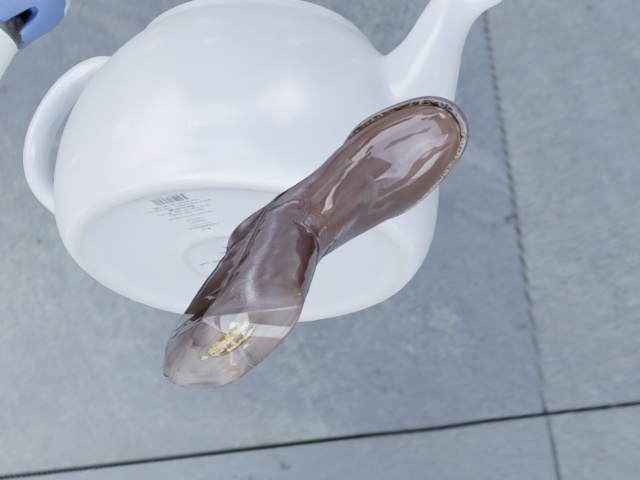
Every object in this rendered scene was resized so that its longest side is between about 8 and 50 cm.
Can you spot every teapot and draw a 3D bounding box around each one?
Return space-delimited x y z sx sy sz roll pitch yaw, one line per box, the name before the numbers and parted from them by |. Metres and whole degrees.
teapot | -0.047 -0.069 0.971 0.256 0.252 0.187 9 64 -14

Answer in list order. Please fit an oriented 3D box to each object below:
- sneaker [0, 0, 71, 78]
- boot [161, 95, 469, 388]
sneaker | -0.332 -0.159 1.005 0.315 0.127 0.182 30 82 -29
boot | 0.000 0.000 0.519 0.106 0.114 0.037 -37 98 22
